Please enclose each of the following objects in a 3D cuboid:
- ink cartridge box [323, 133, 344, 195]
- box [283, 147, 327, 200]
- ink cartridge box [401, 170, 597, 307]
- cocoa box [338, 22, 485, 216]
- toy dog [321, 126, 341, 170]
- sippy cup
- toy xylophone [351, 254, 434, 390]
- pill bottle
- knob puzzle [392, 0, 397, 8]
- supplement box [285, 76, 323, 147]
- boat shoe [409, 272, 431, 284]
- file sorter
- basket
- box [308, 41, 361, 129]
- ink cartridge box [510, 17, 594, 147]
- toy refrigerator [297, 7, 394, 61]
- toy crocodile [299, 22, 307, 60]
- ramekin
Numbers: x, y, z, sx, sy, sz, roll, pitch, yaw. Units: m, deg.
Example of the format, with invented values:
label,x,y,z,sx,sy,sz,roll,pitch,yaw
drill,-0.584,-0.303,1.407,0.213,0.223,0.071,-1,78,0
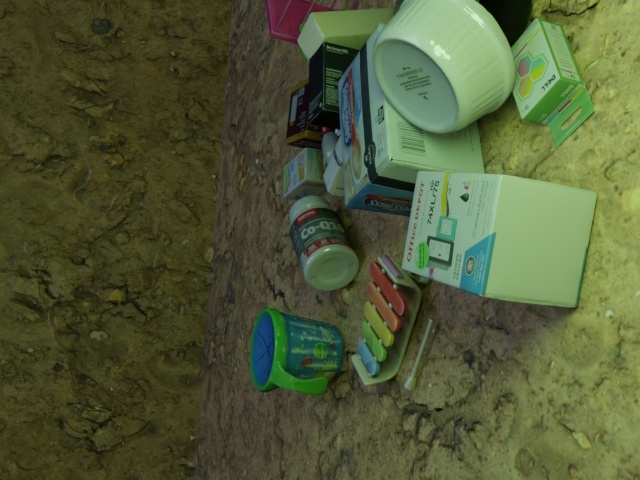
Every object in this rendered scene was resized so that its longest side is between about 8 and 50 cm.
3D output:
label,x,y,z,sx,sy,sz,roll,pitch,yaw
ink cartridge box,0.106,-0.213,1.851,0.082,0.140,0.190,-107,32,-43
box,-0.039,-0.211,2.258,0.203,0.103,0.114,151,123,-63
ink cartridge box,0.302,-0.011,1.227,0.270,0.197,0.198,-163,81,-68
cocoa box,0.189,-0.253,1.536,0.228,0.232,0.347,136,137,-57
toy dog,0.074,-0.369,1.984,0.220,0.161,0.333,67,-163,-87
sippy cup,-0.063,0.318,1.992,0.240,0.224,0.305,127,144,-53
toy xylophone,0.166,0.204,1.633,0.236,0.081,0.322,-133,49,-62
pill bottle,0.000,0.000,2.019,0.283,0.161,0.161,-112,36,-50
knob puzzle,0.232,-0.681,1.836,0.213,0.030,0.213,-173,90,-69
supplement box,-0.011,-0.400,2.215,0.191,0.129,0.194,179,98,-68
boat shoe,0.222,0.070,1.617,0.100,0.035,0.035,-120,42,-56
file sorter,0.010,-0.695,2.045,0.182,0.291,0.202,128,143,-47
basket,0.271,-0.452,1.374,0.227,0.154,0.204,10,51,47
box,0.107,-0.368,1.735,0.103,0.261,0.184,152,122,-64
ink cartridge box,0.403,-0.282,1.244,0.109,0.062,0.209,127,144,-51
toy refrigerator,0.083,-0.539,1.817,0.094,0.270,0.102,63,147,18
toy crocodile,0.027,-0.459,1.875,0.340,0.115,0.105,63,146,24
ramekin,0.216,-0.321,1.296,0.127,0.273,0.273,-43,14,-18
